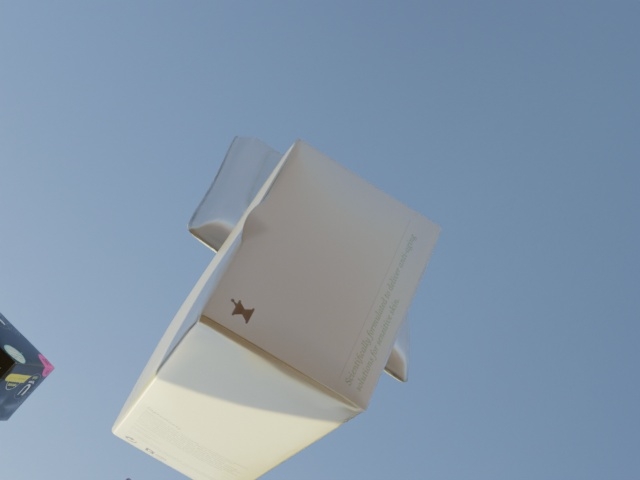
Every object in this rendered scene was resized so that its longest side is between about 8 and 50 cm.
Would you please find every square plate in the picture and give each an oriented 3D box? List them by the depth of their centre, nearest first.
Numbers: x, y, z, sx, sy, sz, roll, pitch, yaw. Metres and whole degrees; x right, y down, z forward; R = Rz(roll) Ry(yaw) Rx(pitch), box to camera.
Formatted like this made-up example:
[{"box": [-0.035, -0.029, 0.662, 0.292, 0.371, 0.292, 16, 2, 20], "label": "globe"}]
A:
[{"box": [0.000, 0.000, 1.285, 0.347, 0.344, 0.049, 36, -65, -12], "label": "square plate"}]

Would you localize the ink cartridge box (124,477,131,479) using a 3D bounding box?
[{"box": [-0.129, 0.229, 0.389, 0.078, 0.134, 0.231, 32, -91, 3], "label": "ink cartridge box"}]

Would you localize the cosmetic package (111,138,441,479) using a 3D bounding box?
[{"box": [-0.060, 0.093, 0.863, 0.155, 0.197, 0.365, 32, -32, -8], "label": "cosmetic package"}]

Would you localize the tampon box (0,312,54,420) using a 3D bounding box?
[{"box": [-0.460, 0.149, 1.213, 0.161, 0.120, 0.101, 41, -93, 12], "label": "tampon box"}]
